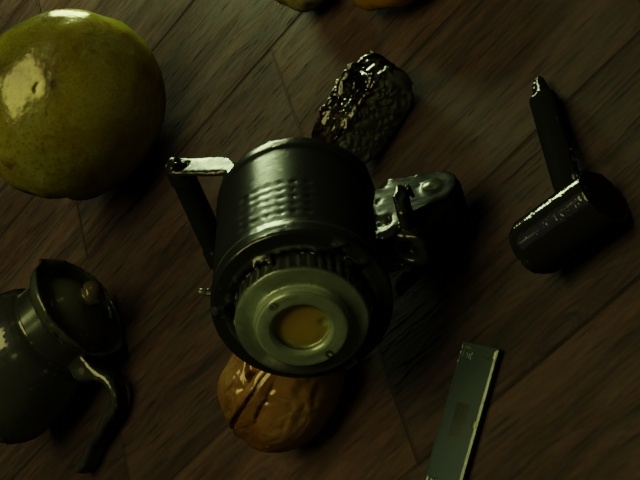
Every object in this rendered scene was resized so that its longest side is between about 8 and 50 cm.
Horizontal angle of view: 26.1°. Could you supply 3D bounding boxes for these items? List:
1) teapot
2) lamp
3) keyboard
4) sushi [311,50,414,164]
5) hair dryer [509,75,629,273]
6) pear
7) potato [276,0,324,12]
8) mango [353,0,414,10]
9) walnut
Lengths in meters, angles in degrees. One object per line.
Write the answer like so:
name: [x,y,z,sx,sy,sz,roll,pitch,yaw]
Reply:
teapot: [-0.421,0.179,2.090,0.285,0.223,0.305,-41,42,22]
lamp: [-0.033,0.024,1.586,0.374,0.205,0.272,-4,36,25]
keyboard: [0.156,0.200,1.530,0.055,0.014,0.176,8,80,51]
sushi: [0.054,-0.164,1.769,0.078,0.090,0.150,42,104,47]
hair dryer: [0.248,-0.084,1.516,0.114,0.070,0.248,-40,42,32]
pear: [-0.403,-0.203,2.180,0.304,0.304,0.304,-25,55,42]
potato: [-0.025,-0.373,1.979,0.138,0.070,0.091,30,95,51]
mango: [0.098,-0.350,1.816,0.190,0.075,0.098,-12,49,52]
walnut: [-0.047,0.179,1.693,0.180,0.144,0.144,-49,41,11]
